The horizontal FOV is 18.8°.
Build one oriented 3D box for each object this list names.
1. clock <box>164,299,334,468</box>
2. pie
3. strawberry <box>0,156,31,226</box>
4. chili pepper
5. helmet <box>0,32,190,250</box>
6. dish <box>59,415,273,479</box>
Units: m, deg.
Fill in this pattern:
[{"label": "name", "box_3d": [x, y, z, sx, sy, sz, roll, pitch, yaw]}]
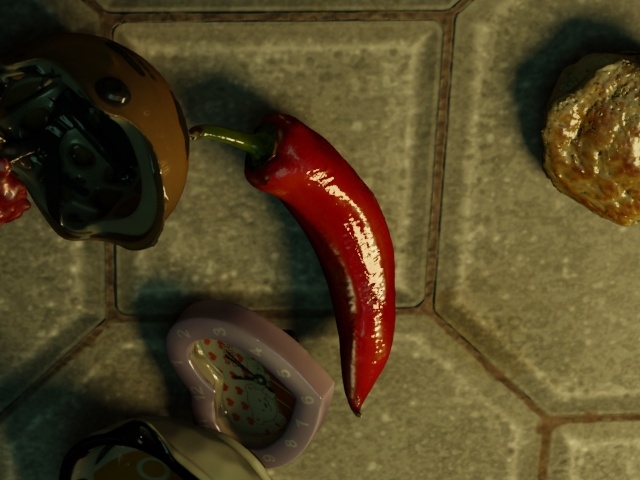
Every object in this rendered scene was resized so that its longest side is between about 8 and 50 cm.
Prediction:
[{"label": "clock", "box_3d": [-0.060, 0.142, 1.975, 0.172, 0.064, 0.198, -1, 125, 31]}, {"label": "pie", "box_3d": [0.297, -0.102, 1.904, 0.163, 0.079, 0.193, -12, 121, 4]}, {"label": "strawberry", "box_3d": [-0.393, -0.035, 1.742, 0.234, 0.234, 0.178, 34, 70, -22]}, {"label": "chili pepper", "box_3d": [0.006, -0.001, 1.895, 0.137, 0.092, 0.368, -45, 120, -26]}, {"label": "helmet", "box_3d": [-0.204, -0.105, 1.788, 0.224, 0.130, 0.198, 33, 141, 10]}, {"label": "dish", "box_3d": [-0.130, 0.281, 1.991, 0.303, 0.120, 0.303, 23, 133, 27]}]
